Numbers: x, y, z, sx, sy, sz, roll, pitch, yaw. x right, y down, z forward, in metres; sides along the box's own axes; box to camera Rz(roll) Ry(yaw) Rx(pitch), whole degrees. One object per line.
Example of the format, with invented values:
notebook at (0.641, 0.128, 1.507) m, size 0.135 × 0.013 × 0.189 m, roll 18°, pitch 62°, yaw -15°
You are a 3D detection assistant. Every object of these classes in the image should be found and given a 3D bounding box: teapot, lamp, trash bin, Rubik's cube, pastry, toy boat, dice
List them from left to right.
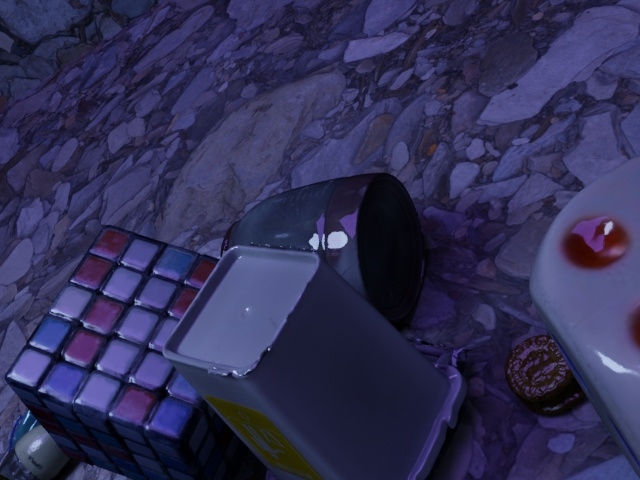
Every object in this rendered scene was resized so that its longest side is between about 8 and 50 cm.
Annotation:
lamp at (-0.527, 0.410, 1.520) m, size 0.250 × 0.101 × 0.101 m, roll -48°, pitch 36°, yaw 1°
toy boat at (-0.545, 0.358, 1.619) m, size 0.175 × 0.091 × 0.110 m, roll -54°, pitch 4°, yaw -16°
Rubik's cube at (-0.242, 0.195, 1.261) m, size 0.291 × 0.287 × 0.293 m, roll 18°, pitch 58°, yaw 15°
teapot at (0.000, 0.000, 1.379) m, size 0.312 × 0.233 × 0.315 m, roll -3°, pitch 25°, yaw 31°
trash bin at (0.005, 0.169, 1.077) m, size 0.255 × 0.368 × 0.296 m, roll 6°, pitch 55°, yaw 45°
pastry at (0.294, 0.174, 1.082) m, size 0.109 × 0.057 × 0.097 m, roll 15°, pitch 64°, yaw 50°
dice at (0.404, 0.105, 0.849) m, size 0.277 × 0.304 × 0.304 m, roll -33°, pitch 37°, yaw 10°

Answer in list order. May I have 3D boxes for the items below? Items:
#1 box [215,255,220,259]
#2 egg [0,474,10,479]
box at (-0.132, 0.054, 1.559) m, size 0.154 × 0.084 × 0.040 m, roll -18°, pitch 40°, yaw 27°
egg at (-0.590, 0.519, 1.346) m, size 0.238 × 0.238 × 0.290 m, roll 2°, pitch 72°, yaw 42°
